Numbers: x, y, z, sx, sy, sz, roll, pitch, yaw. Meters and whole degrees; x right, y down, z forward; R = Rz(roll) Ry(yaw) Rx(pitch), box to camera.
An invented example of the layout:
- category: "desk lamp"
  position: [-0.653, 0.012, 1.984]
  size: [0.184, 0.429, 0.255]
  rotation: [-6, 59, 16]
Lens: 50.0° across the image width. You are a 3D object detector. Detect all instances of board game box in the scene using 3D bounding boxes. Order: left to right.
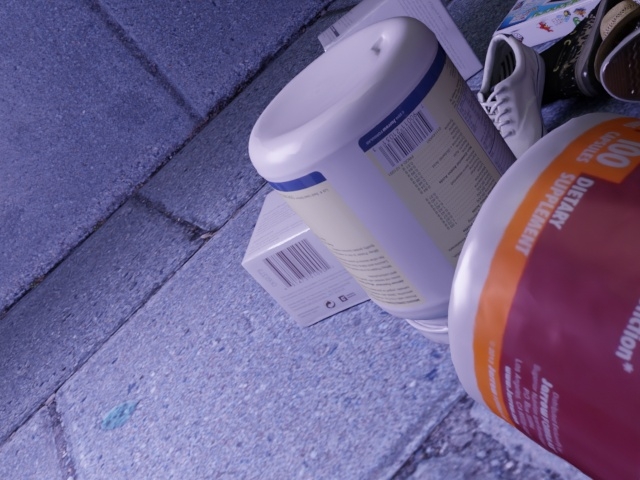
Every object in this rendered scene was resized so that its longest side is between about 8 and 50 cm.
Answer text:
- category: "board game box"
  position: [0.473, -0.439, 1.204]
  size: [0.305, 0.053, 0.193]
  rotation: [-4, 42, 53]

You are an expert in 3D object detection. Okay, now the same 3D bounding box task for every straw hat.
- category: "straw hat"
  position: [0.409, -0.282, 0.917]
  size: [0.145, 0.144, 0.061]
  rotation: [-34, 56, 15]

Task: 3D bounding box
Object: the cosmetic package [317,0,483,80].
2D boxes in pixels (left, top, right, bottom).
- category: "cosmetic package"
  position: [0.153, -0.370, 1.345]
  size: [0.225, 0.224, 0.138]
  rotation: [-36, 25, 11]

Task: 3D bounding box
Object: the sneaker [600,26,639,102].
- category: "sneaker"
  position: [0.499, -0.263, 0.855]
  size: [0.290, 0.105, 0.123]
  rotation: [-25, 9, 30]

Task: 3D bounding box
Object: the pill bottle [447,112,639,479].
- category: "pill bottle"
  position: [0.277, 0.082, 0.343]
  size: [0.224, 0.224, 0.392]
  rotation: [-47, 42, -13]

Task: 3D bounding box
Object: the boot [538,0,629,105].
- category: "boot"
  position: [0.376, -0.288, 1.061]
  size: [0.179, 0.085, 0.236]
  rotation: [-13, 37, 50]

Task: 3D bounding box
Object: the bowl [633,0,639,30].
- category: "bowl"
  position: [0.509, -0.362, 0.947]
  size: [0.170, 0.080, 0.170]
  rotation: [-18, 36, 14]

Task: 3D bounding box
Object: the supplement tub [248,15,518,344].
- category: "supplement tub"
  position: [0.102, -0.058, 0.783]
  size: [0.236, 0.325, 0.235]
  rotation: [-33, 26, 18]

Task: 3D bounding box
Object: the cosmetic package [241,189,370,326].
- category: "cosmetic package"
  position: [0.000, 0.000, 1.043]
  size: [0.151, 0.151, 0.183]
  rotation: [-26, 29, 29]

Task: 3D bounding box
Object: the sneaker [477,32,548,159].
- category: "sneaker"
  position: [0.258, -0.174, 0.959]
  size: [0.094, 0.091, 0.258]
  rotation: [-27, 48, 47]
